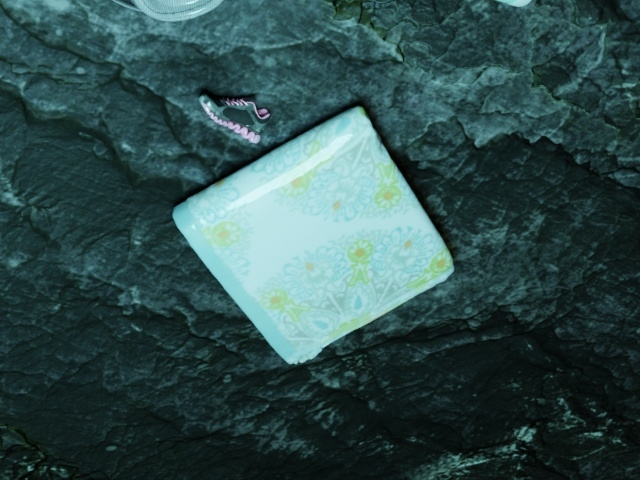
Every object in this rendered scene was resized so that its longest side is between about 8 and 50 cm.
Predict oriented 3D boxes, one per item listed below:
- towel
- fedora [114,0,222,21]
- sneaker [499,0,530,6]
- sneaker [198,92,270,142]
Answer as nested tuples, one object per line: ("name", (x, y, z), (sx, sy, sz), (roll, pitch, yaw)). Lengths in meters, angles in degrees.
("towel", (0.000, 0.000, 2.060), (0.321, 0.090, 0.374), (-31, 131, 5))
("fedora", (-0.182, -0.376, 1.654), (0.244, 0.124, 0.275), (-6, 131, -14))
("sneaker", (0.260, -0.424, 1.771), (0.151, 0.094, 0.256), (8, 129, -31))
("sneaker", (-0.117, -0.183, 1.897), (0.119, 0.047, 0.057), (26, 111, -42))
